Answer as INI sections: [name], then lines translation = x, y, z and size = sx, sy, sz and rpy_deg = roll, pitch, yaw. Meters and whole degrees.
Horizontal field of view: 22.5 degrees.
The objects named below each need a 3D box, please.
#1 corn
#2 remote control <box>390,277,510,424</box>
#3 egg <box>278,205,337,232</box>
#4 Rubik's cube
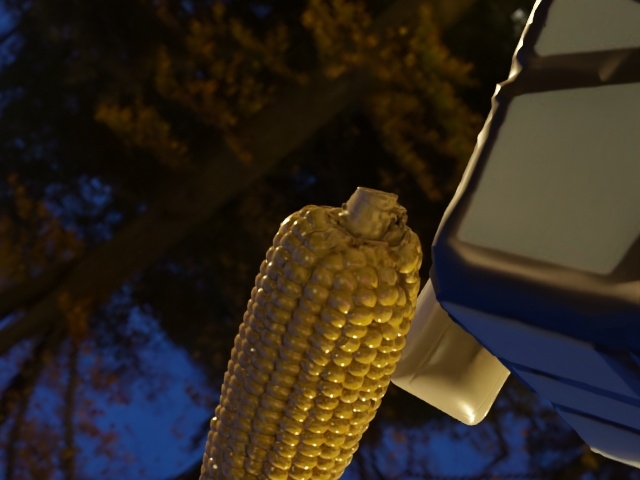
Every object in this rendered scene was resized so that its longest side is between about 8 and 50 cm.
[corn]
translation = -0.015, 0.114, 1.291
size = 0.130, 0.347, 0.130
rpy_deg = 19, -164, -6
[remote control]
translation = 0.177, 0.009, 1.399
size = 0.109, 0.313, 0.055
rpy_deg = 30, -178, -18
[egg]
translation = 0.000, 0.000, 1.620
size = 0.071, 0.083, 0.071
rpy_deg = 15, -109, -52
[Rubik's cube]
translation = 0.263, -0.018, 0.797
size = 0.293, 0.288, 0.283
rpy_deg = 13, 162, 34
